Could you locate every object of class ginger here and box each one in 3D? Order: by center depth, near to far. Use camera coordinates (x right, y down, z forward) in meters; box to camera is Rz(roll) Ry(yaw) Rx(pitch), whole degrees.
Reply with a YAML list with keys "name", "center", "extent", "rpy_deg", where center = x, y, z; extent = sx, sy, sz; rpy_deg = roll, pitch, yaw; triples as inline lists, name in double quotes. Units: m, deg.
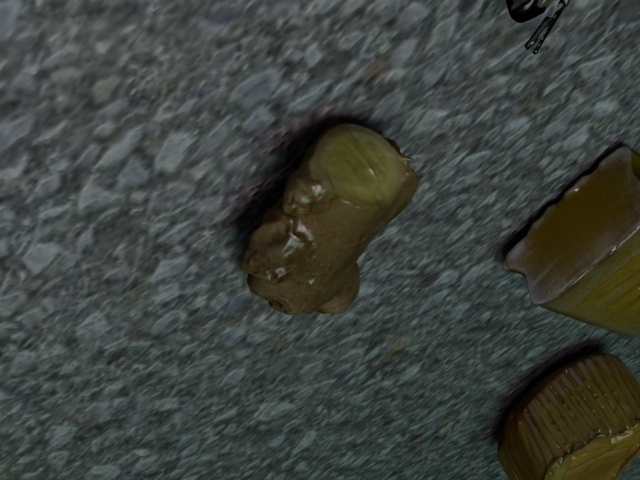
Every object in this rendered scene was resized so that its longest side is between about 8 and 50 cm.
- name: "ginger"
  center: [-0.004, 0.000, 0.879]
  extent: [0.137, 0.074, 0.213]
  rpy_deg: [-14, 152, -28]

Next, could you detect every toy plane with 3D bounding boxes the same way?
- name: "toy plane"
  center: [0.164, -0.187, 0.775]
  extent: [0.120, 0.049, 0.031]
  rpy_deg: [-54, 148, 4]

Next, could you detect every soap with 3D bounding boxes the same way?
- name: "soap"
  center: [0.321, 0.011, 1.176]
  extent: [0.173, 0.089, 0.274]
  rpy_deg: [-43, 147, 21]

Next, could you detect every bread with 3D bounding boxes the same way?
- name: "bread"
  center: [0.332, 0.255, 1.502]
  extent: [0.179, 0.133, 0.250]
  rpy_deg: [-19, 147, -20]
